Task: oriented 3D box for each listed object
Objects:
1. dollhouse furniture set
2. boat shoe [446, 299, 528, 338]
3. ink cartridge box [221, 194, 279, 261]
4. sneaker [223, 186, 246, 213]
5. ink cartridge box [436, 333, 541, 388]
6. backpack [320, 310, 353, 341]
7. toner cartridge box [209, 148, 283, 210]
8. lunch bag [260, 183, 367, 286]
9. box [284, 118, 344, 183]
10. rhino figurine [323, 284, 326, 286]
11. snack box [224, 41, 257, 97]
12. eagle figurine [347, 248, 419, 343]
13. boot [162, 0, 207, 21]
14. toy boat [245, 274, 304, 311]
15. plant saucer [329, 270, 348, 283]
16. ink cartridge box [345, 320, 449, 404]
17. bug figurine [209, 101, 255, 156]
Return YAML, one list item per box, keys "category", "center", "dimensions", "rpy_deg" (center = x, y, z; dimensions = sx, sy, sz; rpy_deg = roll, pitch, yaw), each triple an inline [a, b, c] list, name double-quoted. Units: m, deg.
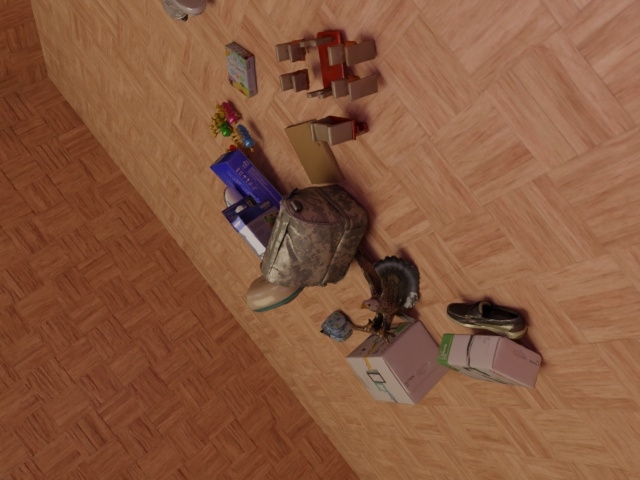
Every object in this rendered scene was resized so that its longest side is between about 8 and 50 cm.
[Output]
- category: "dollhouse furniture set"
  center: [0.034, -0.377, 1.280]
  dimensions: [0.262, 0.135, 0.258]
  rpy_deg: [23, 131, 45]
- category: "boat shoe"
  center: [0.431, 0.191, 1.367]
  dimensions: [0.224, 0.080, 0.073]
  rpy_deg: [13, 129, 45]
- category: "ink cartridge box"
  center: [-0.171, -0.023, 1.748]
  dimensions: [0.311, 0.186, 0.065]
  rpy_deg: [48, 127, 0]
- category: "sneaker"
  center: [-0.268, -0.107, 1.899]
  dimensions: [0.086, 0.085, 0.237]
  rpy_deg: [-10, 131, 30]
- category: "ink cartridge box"
  center: [0.450, 0.321, 1.406]
  dimensions: [0.160, 0.092, 0.219]
  rpy_deg: [26, 162, -20]
- category: "backpack"
  center: [0.071, 0.354, 2.128]
  dimensions: [0.114, 0.105, 0.084]
  rpy_deg: [31, 149, 27]
- category: "toner cartridge box"
  center: [-0.237, -0.174, 1.909]
  dimensions: [0.348, 0.075, 0.165]
  rpy_deg: [48, 158, -24]
- category: "lunch bag"
  center: [-0.036, -0.010, 1.567]
  dimensions: [0.212, 0.256, 0.305]
  rpy_deg: [48, 133, 29]
- category: "box"
  center: [-0.022, -0.265, 1.589]
  dimensions: [0.164, 0.021, 0.201]
  rpy_deg: [5, 128, 57]
- category: "rhino figurine"
  center: [-0.032, 0.089, 1.999]
  dimensions: [0.243, 0.073, 0.106]
  rpy_deg: [32, 153, 50]
- category: "snack box"
  center: [-0.245, -0.525, 1.608]
  dimensions: [0.100, 0.037, 0.141]
  rpy_deg: [39, 151, 24]
- category: "eagle figurine"
  center: [0.194, 0.165, 1.644]
  dimensions: [0.227, 0.225, 0.297]
  rpy_deg: [5, 98, 9]
- category: "boot"
  center: [-0.419, -0.727, 1.599]
  dimensions: [0.258, 0.095, 0.123]
  rpy_deg: [48, 161, 28]
- category: "toy boat"
  center: [-0.145, 0.162, 2.062]
  dimensions: [0.268, 0.318, 0.148]
  rpy_deg: [-22, 115, 25]
- category: "plant saucer"
  center: [0.000, 0.000, 1.799]
  dimensions: [0.311, 0.050, 0.310]
  rpy_deg: [27, 130, 37]
- category: "ink cartridge box"
  center: [0.263, 0.418, 1.786]
  dimensions: [0.197, 0.198, 0.270]
  rpy_deg: [55, 153, -3]
- category: "bug figurine"
  center: [-0.312, -0.379, 1.866]
  dimensions: [0.216, 0.072, 0.279]
  rpy_deg: [59, 159, 0]
